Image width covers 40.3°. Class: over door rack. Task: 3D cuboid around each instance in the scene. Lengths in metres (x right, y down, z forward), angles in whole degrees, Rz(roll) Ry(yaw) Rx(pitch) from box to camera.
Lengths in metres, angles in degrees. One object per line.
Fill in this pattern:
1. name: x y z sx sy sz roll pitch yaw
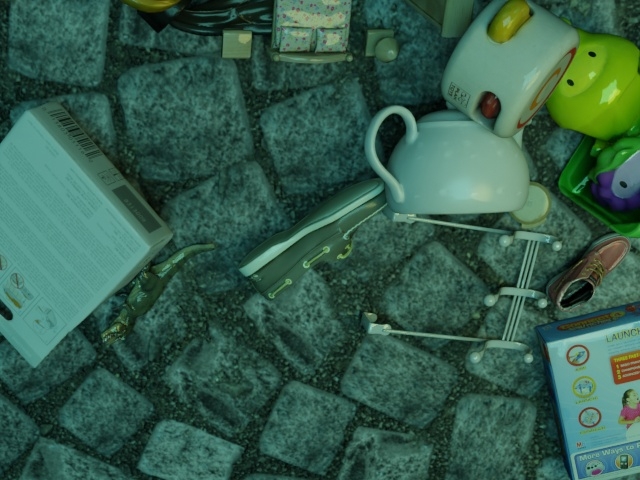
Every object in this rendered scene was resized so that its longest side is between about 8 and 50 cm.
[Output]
1. over door rack: 0.249 0.084 1.552 0.324 0.108 0.240 11 105 -3

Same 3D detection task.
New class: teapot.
1. teapot: 0.217 -0.138 1.428 0.252 0.256 0.187 -1 94 14

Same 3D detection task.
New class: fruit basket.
1. fruit basket: 0.511 -0.212 1.402 0.391 0.283 0.392 -7 116 -14

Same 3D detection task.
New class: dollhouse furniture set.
1. dollhouse furniture set: 0.042 -0.402 1.312 0.355 0.174 0.303 -5 122 -17

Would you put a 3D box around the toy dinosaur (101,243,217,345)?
1. toy dinosaur: -0.322 0.065 1.577 0.118 0.064 0.268 43 97 -14

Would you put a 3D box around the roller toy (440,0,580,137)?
1. roller toy: 0.275 -0.264 1.303 0.146 0.209 0.191 38 114 14

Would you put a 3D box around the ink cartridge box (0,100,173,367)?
1. ink cartridge box: -0.482 -0.001 1.530 0.308 0.091 0.385 48 119 0

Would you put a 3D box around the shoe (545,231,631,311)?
1. shoe: 0.486 0.059 1.556 0.178 0.081 0.063 -39 102 10

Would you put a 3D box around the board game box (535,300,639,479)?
1. board game box: 0.582 0.274 1.616 0.308 0.086 0.302 -14 105 4

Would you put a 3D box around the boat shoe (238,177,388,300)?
1. boat shoe: 0.000 -0.002 1.531 0.305 0.109 0.091 -32 104 15

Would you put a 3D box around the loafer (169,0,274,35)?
1. loafer: -0.143 -0.378 1.442 0.219 0.080 0.078 -2 102 -9

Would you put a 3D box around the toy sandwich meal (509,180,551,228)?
1. toy sandwich meal: 0.372 -0.065 1.551 0.085 0.029 0.086 2 101 10

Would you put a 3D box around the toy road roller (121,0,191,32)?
1. toy road roller: -0.193 -0.477 1.274 0.202 0.240 0.329 45 75 -19
